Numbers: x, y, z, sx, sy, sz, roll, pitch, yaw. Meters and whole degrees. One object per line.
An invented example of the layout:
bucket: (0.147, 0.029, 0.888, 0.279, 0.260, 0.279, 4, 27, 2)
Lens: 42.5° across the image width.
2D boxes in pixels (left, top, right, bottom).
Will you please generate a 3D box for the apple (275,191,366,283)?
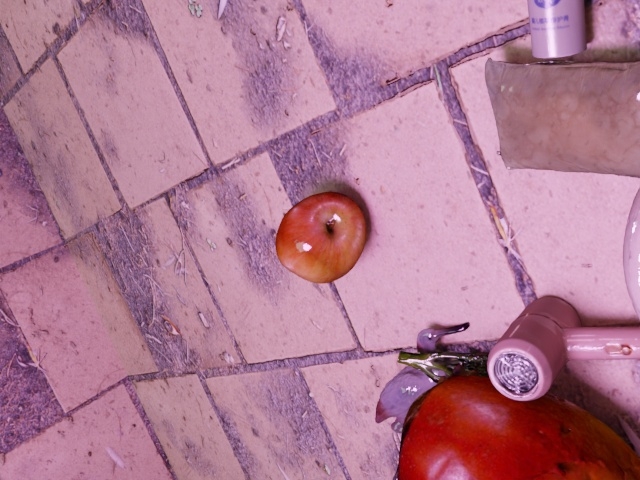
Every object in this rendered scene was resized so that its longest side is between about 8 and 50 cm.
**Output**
apple: (0.000, 0.000, 1.615, 0.199, 0.199, 0.199, 27, 131, 37)

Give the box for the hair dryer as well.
hair dryer: (0.436, 0.157, 1.233, 0.344, 0.189, 0.107, -8, 104, 35)

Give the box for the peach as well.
peach: (0.321, 0.394, 1.335, 0.416, 0.339, 0.353, 27, 156, 14)

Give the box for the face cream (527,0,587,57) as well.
face cream: (0.311, -0.377, 1.104, 0.077, 0.077, 0.250, 11, 120, 45)

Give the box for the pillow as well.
pillow: (0.365, -0.174, 1.165, 0.302, 0.075, 0.185, 11, 128, 45)

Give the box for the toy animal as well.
toy animal: (0.199, 0.290, 1.634, 0.195, 0.090, 0.324, 5, 113, 20)

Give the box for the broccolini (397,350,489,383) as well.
broccolini: (0.246, 0.237, 1.536, 0.202, 0.068, 0.091, 16, 93, 31)

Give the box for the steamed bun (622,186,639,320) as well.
steamed bun: (0.545, 0.013, 0.932, 0.374, 0.241, 0.375, 10, 109, 30)
